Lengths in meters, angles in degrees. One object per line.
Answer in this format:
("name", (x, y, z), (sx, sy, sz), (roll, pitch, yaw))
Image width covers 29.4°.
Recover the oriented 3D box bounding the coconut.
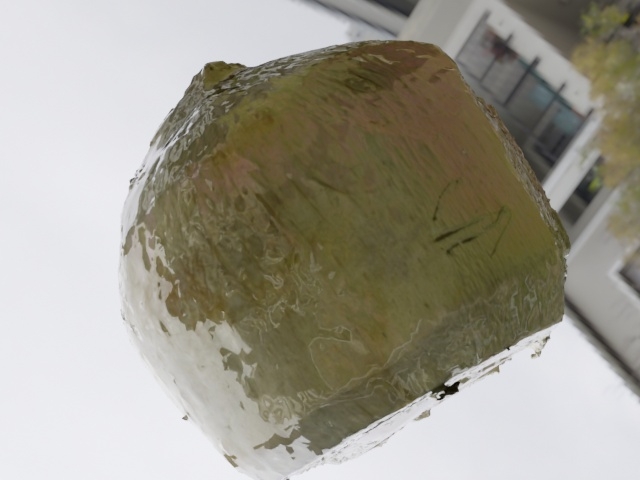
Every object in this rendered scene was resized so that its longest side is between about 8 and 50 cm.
("coconut", (0.000, 0.000, 1.075), (0.404, 0.404, 0.404), (26, -154, -14))
